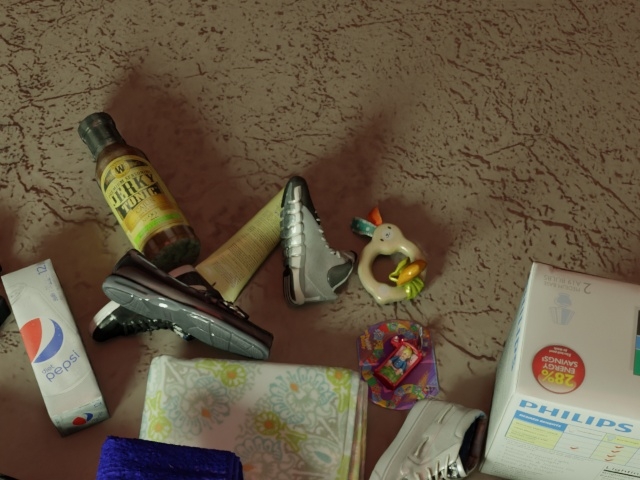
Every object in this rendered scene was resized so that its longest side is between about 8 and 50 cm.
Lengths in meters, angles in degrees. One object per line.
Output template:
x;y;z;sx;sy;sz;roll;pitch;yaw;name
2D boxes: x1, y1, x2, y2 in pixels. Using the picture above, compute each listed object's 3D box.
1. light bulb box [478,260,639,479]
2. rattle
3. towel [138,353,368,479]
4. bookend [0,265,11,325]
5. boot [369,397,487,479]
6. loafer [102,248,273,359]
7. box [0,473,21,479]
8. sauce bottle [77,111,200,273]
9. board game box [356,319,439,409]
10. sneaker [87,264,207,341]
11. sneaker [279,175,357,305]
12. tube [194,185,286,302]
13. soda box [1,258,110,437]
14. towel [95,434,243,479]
0.453;0.238;1.681;0.357;0.361;0.225;11;61;6;light bulb box
0.114;0.002;1.948;0.130;0.143;0.200;-18;66;11;rattle
-0.109;0.351;1.771;0.374;0.090;0.321;4;58;1;towel
-0.599;0.088;1.925;0.156;0.072;0.157;23;62;12;bookend
0.170;0.359;1.734;0.123;0.095;0.258;2;49;39;boot
-0.210;0.101;1.833;0.302;0.109;0.095;22;63;4;loafer
-0.491;0.512;1.630;0.394;0.097;0.318;17;79;9;box
-0.343;-0.092;2.011;0.111;0.111;0.344;-29;64;-16;sauce bottle
0.132;0.205;1.886;0.133;0.033;0.169;-3;60;-2;board game box
-0.282;0.138;1.895;0.217;0.079;0.121;-31;66;-17;sneaker
0.000;0.000;1.958;0.132;0.086;0.229;0;90;-16;sneaker
-0.118;0.000;1.989;0.070;0.062;0.240;29;64;28;tube
-0.448;0.179;1.860;0.091;0.098;0.286;-21;63;-12;soda box
-0.210;0.415;1.558;0.227;0.076;0.308;14;39;-17;towel
